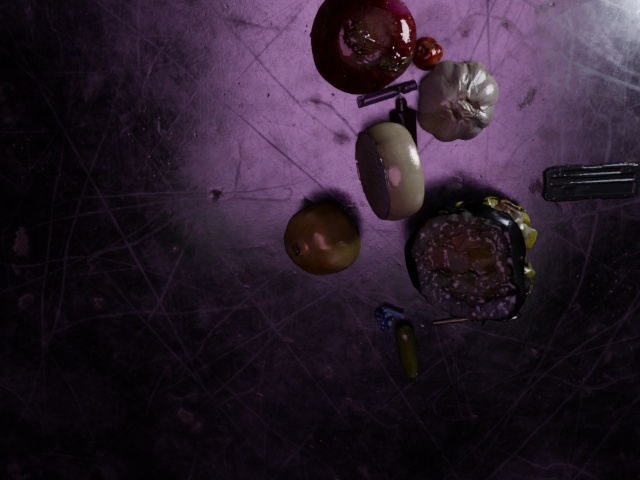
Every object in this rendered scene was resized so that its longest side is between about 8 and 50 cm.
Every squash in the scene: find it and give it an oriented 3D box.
[{"bbox_3d":[0.289,0.367,1.720,0.066,0.066,0.201,-11,110,11],"label":"squash"}]

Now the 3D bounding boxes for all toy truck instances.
[{"bbox_3d":[0.225,0.251,1.698,0.090,0.056,0.073,-25,98,2],"label":"toy truck"}]

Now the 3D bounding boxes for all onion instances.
[{"bbox_3d":[0.110,-0.516,1.341,0.275,0.276,0.277,2,109,7],"label":"onion"}]

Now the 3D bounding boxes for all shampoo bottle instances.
[{"bbox_3d":[0.235,-0.321,1.480,0.068,0.067,0.237,-13,113,-7],"label":"shampoo bottle"}]

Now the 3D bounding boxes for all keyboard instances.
[{"bbox_3d":[0.778,-0.168,1.497,0.262,0.016,0.106,-3,109,8],"label":"keyboard"}]

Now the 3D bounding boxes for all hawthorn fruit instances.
[{"bbox_3d":[0.285,-0.505,1.407,0.092,0.093,0.093,2,109,7],"label":"hawthorn fruit"}]

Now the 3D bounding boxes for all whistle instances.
[{"bbox_3d":[0.188,-0.416,1.480,0.176,0.033,0.033,-15,107,12],"label":"whistle"}]

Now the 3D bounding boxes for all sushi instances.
[{"bbox_3d":[0.440,0.038,1.492,0.328,0.285,0.328,-10,103,33],"label":"sushi"}]

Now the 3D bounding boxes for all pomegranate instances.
[{"bbox_3d":[0.004,-0.004,1.556,0.232,0.233,0.233,2,109,7],"label":"pomegranate"}]

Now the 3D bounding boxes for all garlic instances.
[{"bbox_3d":[0.370,-0.373,1.409,0.227,0.152,0.228,3,108,11],"label":"garlic"}]

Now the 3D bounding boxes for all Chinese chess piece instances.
[{"bbox_3d":[0.187,-0.187,1.434,0.112,0.270,0.270,-15,107,-8],"label":"Chinese chess piece"}]

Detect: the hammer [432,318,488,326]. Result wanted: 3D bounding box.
[{"bbox_3d":[0.455,0.260,1.688,0.181,0.017,0.062,-11,107,13],"label":"hammer"}]
